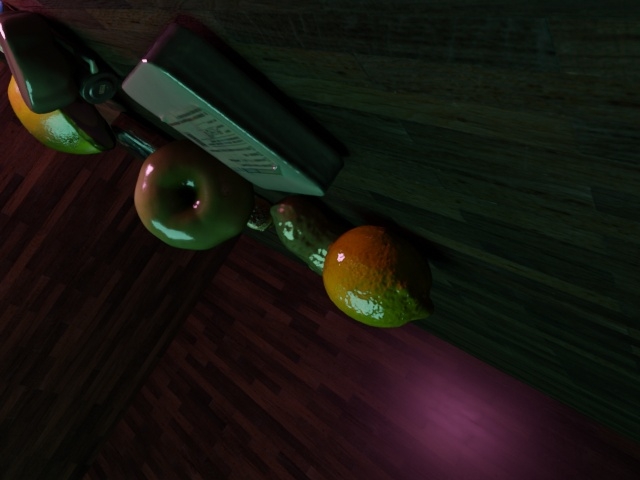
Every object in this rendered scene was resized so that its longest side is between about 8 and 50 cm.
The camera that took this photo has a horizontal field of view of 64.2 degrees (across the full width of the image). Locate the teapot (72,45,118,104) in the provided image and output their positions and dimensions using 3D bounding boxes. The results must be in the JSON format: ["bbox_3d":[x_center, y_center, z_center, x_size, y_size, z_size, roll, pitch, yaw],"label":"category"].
[{"bbox_3d":[-0.657,-0.465,1.439,0.108,0.111,0.149,43,180,15],"label":"teapot"}]

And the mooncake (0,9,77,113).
[{"bbox_3d":[-0.761,-0.479,1.366,0.275,0.135,0.274,44,149,35],"label":"mooncake"}]

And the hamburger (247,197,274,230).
[{"bbox_3d":[-0.239,-0.103,2.006,0.141,0.126,0.081,38,-178,-11],"label":"hamburger"}]

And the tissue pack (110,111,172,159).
[{"bbox_3d":[-0.650,-0.360,1.999,0.332,0.123,0.245,34,172,-14],"label":"tissue pack"}]

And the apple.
[{"bbox_3d":[-0.372,-0.139,1.552,0.357,0.357,0.357,31,172,5],"label":"apple"}]

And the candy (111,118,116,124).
[{"bbox_3d":[-0.753,-0.435,2.193,0.288,0.078,0.084,27,172,-22],"label":"candy"}]

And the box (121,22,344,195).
[{"bbox_3d":[-0.182,-0.234,1.019,0.397,0.111,0.396,35,172,-28],"label":"box"}]

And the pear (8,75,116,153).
[{"bbox_3d":[-0.901,-0.438,1.735,0.398,0.165,0.399,57,-178,-4],"label":"pear"}]

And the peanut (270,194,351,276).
[{"bbox_3d":[0.000,0.000,1.551,0.387,0.169,0.192,38,165,-34],"label":"peanut"}]

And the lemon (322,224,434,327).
[{"bbox_3d":[0.146,0.094,1.289,0.320,0.245,0.245,31,173,24],"label":"lemon"}]

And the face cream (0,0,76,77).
[{"bbox_3d":[-0.845,-0.558,1.517,0.067,0.139,0.285,-11,150,26],"label":"face cream"}]
